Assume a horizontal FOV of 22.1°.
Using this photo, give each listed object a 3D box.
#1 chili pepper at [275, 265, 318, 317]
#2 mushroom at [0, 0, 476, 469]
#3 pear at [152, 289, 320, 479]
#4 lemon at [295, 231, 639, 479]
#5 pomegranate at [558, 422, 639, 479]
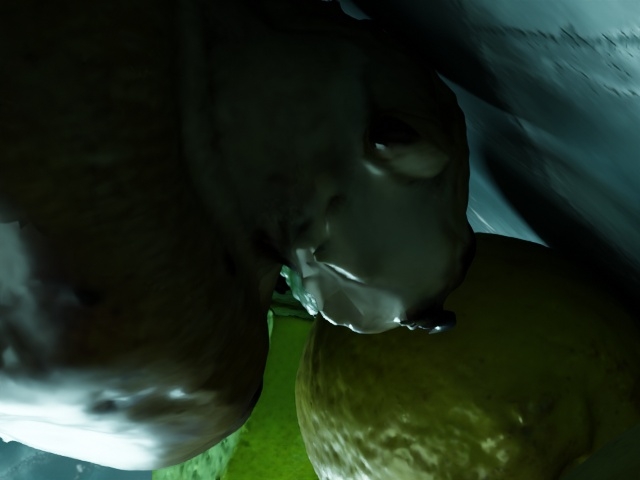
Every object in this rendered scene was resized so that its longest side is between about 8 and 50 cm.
[{"bbox_3d":[0.007,-0.004,1.319,0.148,0.116,0.264,56,172,-21],"label":"chili pepper"},{"bbox_3d":[-0.080,-0.046,0.719,0.345,0.260,0.345,167,90,-88],"label":"mushroom"},{"bbox_3d":[-0.045,0.167,1.469,0.159,0.292,0.292,18,-172,-23],"label":"pear"},{"bbox_3d":[0.074,0.077,0.765,0.170,0.170,0.207,44,170,-17],"label":"lemon"},{"bbox_3d":[0.111,0.148,0.327,0.260,0.260,0.260,43,177,2],"label":"pomegranate"}]
